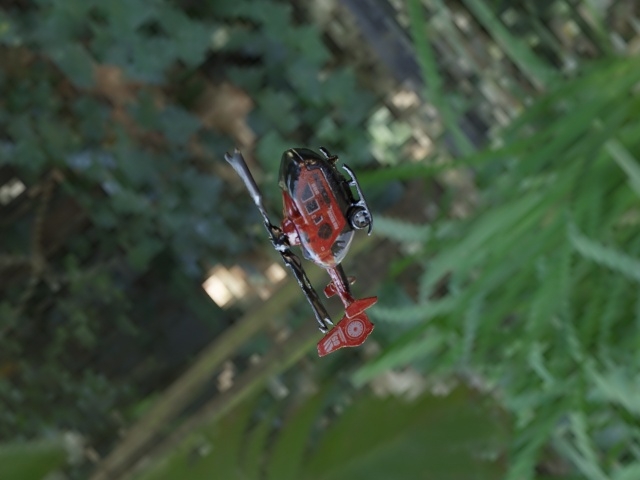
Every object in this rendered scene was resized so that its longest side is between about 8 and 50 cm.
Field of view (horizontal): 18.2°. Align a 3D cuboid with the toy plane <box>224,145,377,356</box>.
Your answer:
[{"bbox_3d":[0.000,0.000,1.137,0.037,0.060,0.145,40,156,61],"label":"toy plane"}]
